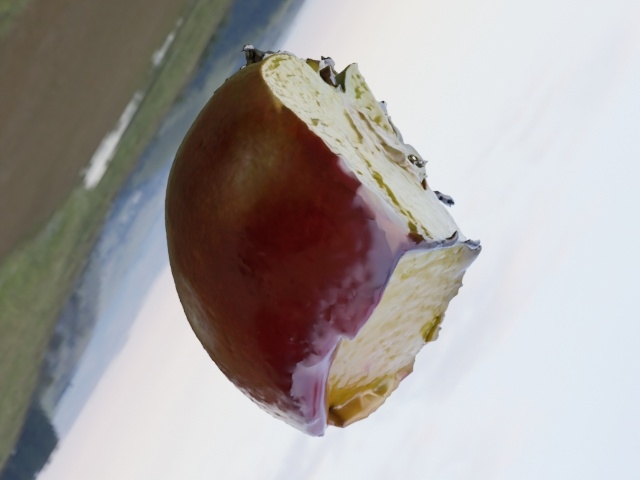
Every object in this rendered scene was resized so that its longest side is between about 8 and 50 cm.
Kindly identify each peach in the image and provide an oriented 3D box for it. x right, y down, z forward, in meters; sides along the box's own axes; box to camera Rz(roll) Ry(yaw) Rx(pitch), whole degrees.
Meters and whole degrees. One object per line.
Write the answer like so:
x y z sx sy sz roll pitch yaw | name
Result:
-0.007 0.000 0.516 0.118 0.151 0.151 -37 -170 11 | peach

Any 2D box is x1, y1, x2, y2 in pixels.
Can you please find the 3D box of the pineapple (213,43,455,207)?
0.009 -0.058 0.975 0.047 0.221 0.221 -42 -165 36 | pineapple
